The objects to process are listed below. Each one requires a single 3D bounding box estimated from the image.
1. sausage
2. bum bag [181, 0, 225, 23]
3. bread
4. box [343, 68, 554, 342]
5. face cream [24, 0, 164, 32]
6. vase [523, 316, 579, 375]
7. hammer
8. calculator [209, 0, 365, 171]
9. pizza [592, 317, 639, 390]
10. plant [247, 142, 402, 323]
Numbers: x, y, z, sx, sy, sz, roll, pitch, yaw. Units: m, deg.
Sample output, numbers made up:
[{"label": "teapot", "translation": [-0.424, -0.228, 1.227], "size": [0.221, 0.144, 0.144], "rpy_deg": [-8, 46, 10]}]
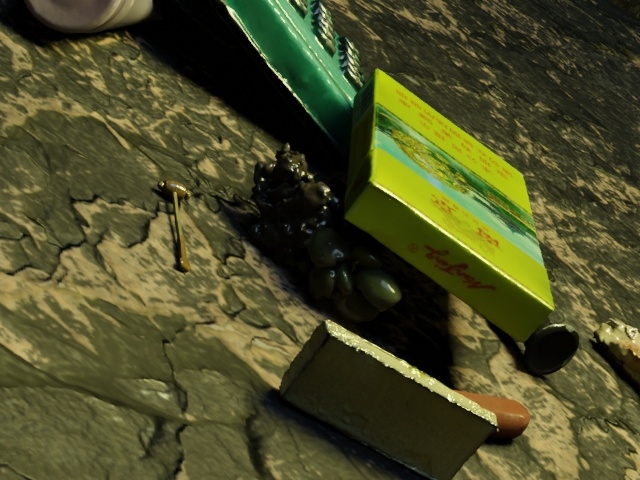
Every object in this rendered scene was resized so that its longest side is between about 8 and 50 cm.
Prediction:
[{"label": "sausage", "translation": [0.117, 0.136, 1.333], "size": [0.147, 0.030, 0.035], "rpy_deg": [12, 32, -49]}, {"label": "bum bag", "translation": [-0.178, -0.298, 1.711], "size": [0.123, 0.060, 0.248], "rpy_deg": [35, 4, -47]}, {"label": "bread", "translation": [0.048, 0.117, 1.208], "size": [0.153, 0.068, 0.028], "rpy_deg": [29, 23, -17]}, {"label": "box", "translation": [0.108, -0.041, 1.500], "size": [0.187, 0.047, 0.335], "rpy_deg": [36, 19, -11]}, {"label": "face cream", "translation": [-0.216, -0.247, 1.574], "size": [0.154, 0.096, 0.274], "rpy_deg": [34, 8, -6]}, {"label": "vase", "translation": [0.178, 0.051, 1.579], "size": [0.059, 0.059, 0.167], "rpy_deg": [20, 26, -38]}, {"label": "hammer", "translation": [-0.110, -0.011, 1.317], "size": [0.029, 0.014, 0.123], "rpy_deg": [19, 28, -20]}, {"label": "calculator", "translation": [-0.023, -0.208, 1.722], "size": [0.248, 0.058, 0.274], "rpy_deg": [53, 13, -18]}, {"label": "pizza", "translation": [0.354, 0.142, 1.681], "size": [0.195, 0.052, 0.185], "rpy_deg": [40, 17, 12]}, {"label": "plant", "translation": [0.000, 0.000, 1.389], "size": [0.087, 0.085, 0.174], "rpy_deg": [-18, 59, -37]}]
